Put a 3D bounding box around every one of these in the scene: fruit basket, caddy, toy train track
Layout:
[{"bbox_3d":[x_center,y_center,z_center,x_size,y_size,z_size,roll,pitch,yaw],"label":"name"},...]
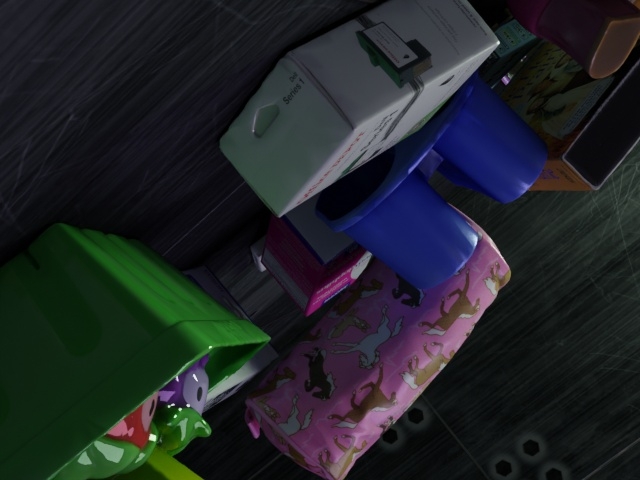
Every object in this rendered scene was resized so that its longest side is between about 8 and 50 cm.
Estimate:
[{"bbox_3d":[-0.161,0.193,1.147,0.283,0.392,0.392,-39,174,3],"label":"fruit basket"},{"bbox_3d":[0.107,-0.090,1.487,0.241,0.179,0.341,-49,-170,0],"label":"caddy"},{"bbox_3d":[0.237,-0.286,1.629,0.048,0.014,0.083,-44,-177,-29],"label":"toy train track"}]

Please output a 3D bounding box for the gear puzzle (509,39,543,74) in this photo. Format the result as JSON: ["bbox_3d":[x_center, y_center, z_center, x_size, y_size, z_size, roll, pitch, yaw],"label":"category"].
[{"bbox_3d":[0.373,-0.254,1.836,0.339,0.175,0.044,-59,147,-10],"label":"gear puzzle"}]

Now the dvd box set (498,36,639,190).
[{"bbox_3d":[0.327,-0.194,1.595,0.308,0.062,0.420,-50,-169,-5],"label":"dvd box set"}]

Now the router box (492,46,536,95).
[{"bbox_3d":[0.287,-0.239,2.111,0.133,0.046,0.179,-33,172,-38],"label":"router box"}]

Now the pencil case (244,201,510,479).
[{"bbox_3d":[0.072,0.129,1.665,0.386,0.160,0.167,-49,-162,-11],"label":"pencil case"}]

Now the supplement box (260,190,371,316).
[{"bbox_3d":[0.000,0.000,1.757,0.111,0.114,0.220,-36,168,-18],"label":"supplement box"}]

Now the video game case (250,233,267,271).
[{"bbox_3d":[-0.019,-0.031,1.945,0.201,0.023,0.183,-37,174,-6],"label":"video game case"}]

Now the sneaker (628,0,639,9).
[{"bbox_3d":[0.349,-0.331,1.360,0.112,0.131,0.296,-30,162,-53],"label":"sneaker"}]

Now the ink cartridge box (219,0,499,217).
[{"bbox_3d":[0.035,-0.132,1.178,0.219,0.093,0.160,-35,172,-39],"label":"ink cartridge box"}]

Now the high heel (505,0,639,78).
[{"bbox_3d":[0.287,-0.355,1.254,0.127,0.181,0.377,-6,134,-40],"label":"high heel"}]

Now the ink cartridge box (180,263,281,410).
[{"bbox_3d":[-0.161,0.121,1.539,0.065,0.165,0.332,-42,172,14],"label":"ink cartridge box"}]

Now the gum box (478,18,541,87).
[{"bbox_3d":[0.218,-0.234,1.757,0.184,0.041,0.157,-34,173,-45],"label":"gum box"}]
